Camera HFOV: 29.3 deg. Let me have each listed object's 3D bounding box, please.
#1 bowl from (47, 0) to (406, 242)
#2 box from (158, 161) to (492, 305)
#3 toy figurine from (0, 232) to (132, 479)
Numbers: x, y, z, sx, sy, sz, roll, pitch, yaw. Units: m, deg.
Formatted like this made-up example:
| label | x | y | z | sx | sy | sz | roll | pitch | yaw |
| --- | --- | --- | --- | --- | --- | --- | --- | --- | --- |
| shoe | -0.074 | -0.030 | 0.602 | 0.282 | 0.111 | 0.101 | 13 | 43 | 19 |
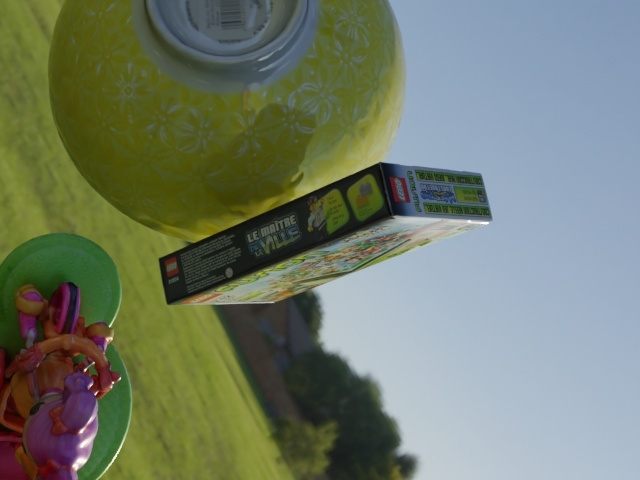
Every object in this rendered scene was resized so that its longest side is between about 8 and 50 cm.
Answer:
| label | x | y | z | sx | sy | sz | roll | pitch | yaw |
| --- | --- | --- | --- | --- | --- | --- | --- | --- | --- |
| bowl | -0.071 | -0.152 | 0.925 | 0.289 | 0.289 | 0.156 | 61 | -10 | 13 |
| box | 0.000 | 0.000 | 0.833 | 0.114 | 0.207 | 0.036 | 1 | 72 | -49 |
| toy figurine | -0.135 | 0.098 | 0.615 | 0.130 | 0.173 | 0.159 | 17 | 9 | -25 |
